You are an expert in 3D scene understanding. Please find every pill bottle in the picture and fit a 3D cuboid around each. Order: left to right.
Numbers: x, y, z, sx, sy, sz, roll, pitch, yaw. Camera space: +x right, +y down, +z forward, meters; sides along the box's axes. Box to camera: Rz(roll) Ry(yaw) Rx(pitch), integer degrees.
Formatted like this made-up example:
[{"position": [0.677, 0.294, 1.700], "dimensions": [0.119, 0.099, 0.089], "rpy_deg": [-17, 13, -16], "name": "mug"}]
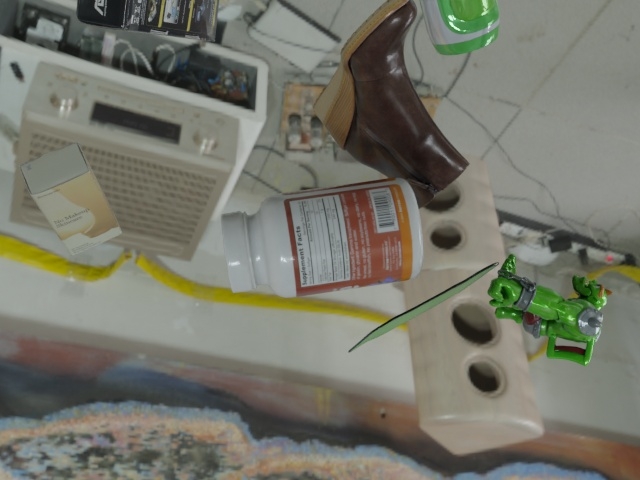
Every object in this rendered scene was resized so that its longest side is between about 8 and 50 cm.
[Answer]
[{"position": [0.000, 0.000, 0.831], "dimensions": [0.216, 0.121, 0.121], "rpy_deg": [-8, 143, -4], "name": "pill bottle"}]

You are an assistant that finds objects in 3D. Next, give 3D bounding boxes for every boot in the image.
[{"position": [0.111, -0.166, 0.902], "dimensions": [0.207, 0.090, 0.248], "rpy_deg": [42, 146, 2], "name": "boot"}]

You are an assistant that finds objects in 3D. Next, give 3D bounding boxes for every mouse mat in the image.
[{"position": [0.127, 0.087, 0.926], "dimensions": [0.189, 0.007, 0.152], "rpy_deg": [-25, 167, -18], "name": "mouse mat"}]

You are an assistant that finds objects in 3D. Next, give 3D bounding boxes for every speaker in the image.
[{"position": [0.207, -0.461, 1.178], "dimensions": [0.131, 0.131, 0.297], "rpy_deg": [-13, 119, 14], "name": "speaker"}]

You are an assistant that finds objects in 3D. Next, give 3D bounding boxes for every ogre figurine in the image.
[{"position": [0.257, 0.080, 0.819], "dimensions": [0.118, 0.097, 0.197], "rpy_deg": [22, 157, 23], "name": "ogre figurine"}]

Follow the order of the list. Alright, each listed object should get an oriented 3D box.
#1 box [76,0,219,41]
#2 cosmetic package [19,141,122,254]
[{"position": [-0.243, -0.528, 1.151], "dimensions": [0.097, 0.318, 0.395], "rpy_deg": [14, 106, 15], "name": "box"}, {"position": [-0.242, -0.038, 0.715], "dimensions": [0.060, 0.041, 0.115], "rpy_deg": [-26, 153, -11], "name": "cosmetic package"}]
